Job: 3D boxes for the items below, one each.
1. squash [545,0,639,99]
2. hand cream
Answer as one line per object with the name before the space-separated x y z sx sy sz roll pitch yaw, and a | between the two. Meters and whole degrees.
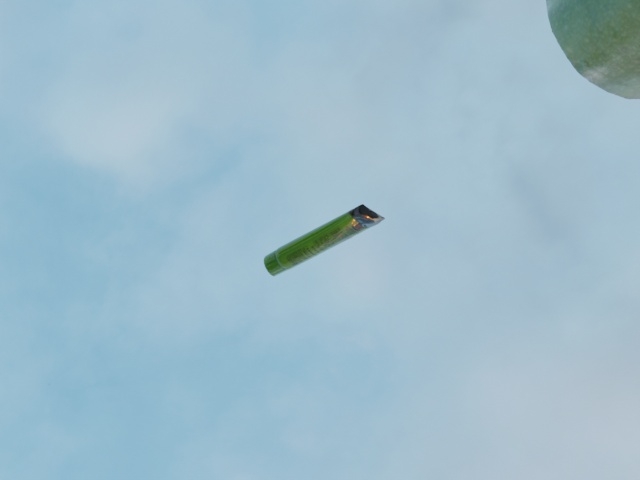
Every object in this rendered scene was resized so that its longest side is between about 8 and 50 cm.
squash | 0.436 -0.328 0.716 0.263 0.384 0.263 2 -99 -11
hand cream | 0.000 0.000 0.650 0.036 0.122 0.023 29 -136 -46
